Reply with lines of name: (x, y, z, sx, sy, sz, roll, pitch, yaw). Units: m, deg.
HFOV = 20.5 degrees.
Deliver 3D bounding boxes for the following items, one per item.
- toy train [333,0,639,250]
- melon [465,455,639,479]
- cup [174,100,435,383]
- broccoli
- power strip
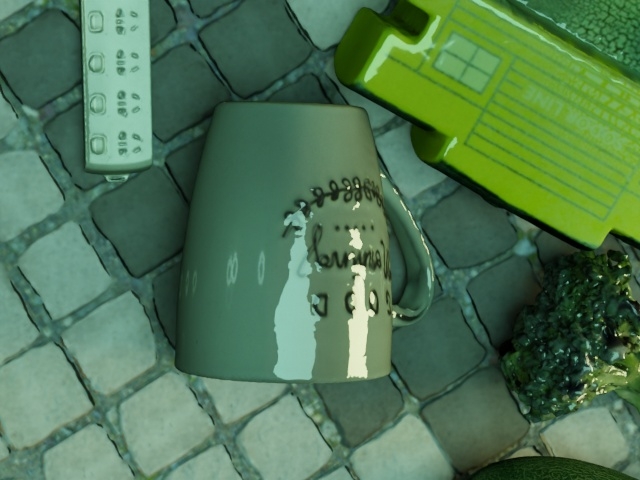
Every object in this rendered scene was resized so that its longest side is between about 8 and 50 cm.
toy train: (0.217, -0.149, 1.560, 0.442, 0.179, 0.272, 28, 100, -16)
melon: (0.252, 0.298, 1.627, 0.288, 0.182, 0.182, 19, 95, 2)
cup: (0.000, 0.000, 1.547, 0.258, 0.186, 0.234, 2, 92, -41)
broccoli: (0.317, 0.115, 1.653, 0.304, 0.145, 0.165, 17, 103, -28)
power strip: (-0.178, -0.174, 1.534, 0.060, 0.027, 0.252, -3, 100, -12)
